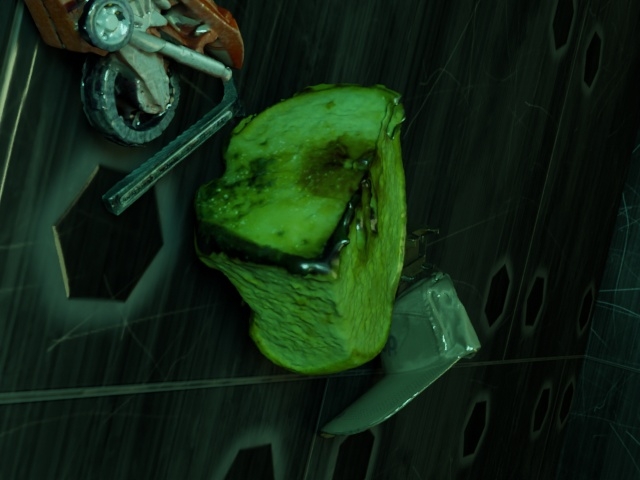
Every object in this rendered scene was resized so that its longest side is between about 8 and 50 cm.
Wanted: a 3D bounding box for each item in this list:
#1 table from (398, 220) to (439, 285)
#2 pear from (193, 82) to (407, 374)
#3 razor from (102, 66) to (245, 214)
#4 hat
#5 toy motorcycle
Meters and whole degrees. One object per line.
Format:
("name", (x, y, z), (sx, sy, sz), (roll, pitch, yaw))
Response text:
("table", (0.102, 0.015, 1.076), (0.083, 0.082, 0.070), (-23, 121, -53))
("pear", (0.000, 0.000, 0.836), (0.255, 0.164, 0.238), (71, 33, -50))
("razor", (-0.121, -0.087, 0.714), (0.190, 0.033, 0.066), (-51, 140, -36))
("hat", (0.088, 0.149, 1.075), (0.245, 0.149, 0.214), (-21, 169, -17))
("toy motorcycle", (-0.144, -0.210, 0.570), (0.171, 0.089, 0.298), (-55, 144, -34))
